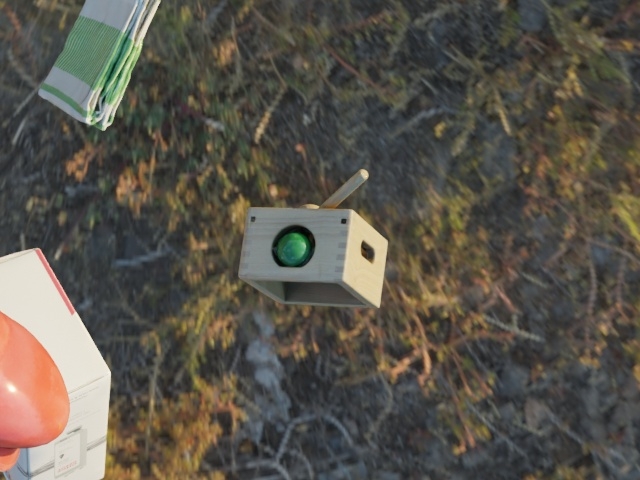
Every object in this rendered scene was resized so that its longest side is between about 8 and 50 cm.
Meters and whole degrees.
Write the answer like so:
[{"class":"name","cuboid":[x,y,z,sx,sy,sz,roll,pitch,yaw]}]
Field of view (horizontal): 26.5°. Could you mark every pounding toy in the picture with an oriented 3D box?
[{"class":"pounding toy","cuboid":[0.000,0.000,1.317,0.130,0.141,0.100,1,74,22]}]

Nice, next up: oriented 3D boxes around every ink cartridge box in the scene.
[{"class":"ink cartridge box","cuboid":[-0.360,0.179,1.695,0.117,0.207,0.283,-23,152,-25]}]

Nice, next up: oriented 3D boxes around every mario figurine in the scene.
[{"class":"mario figurine","cuboid":[-0.367,0.142,1.114,0.320,0.170,0.198,3,84,-5]}]

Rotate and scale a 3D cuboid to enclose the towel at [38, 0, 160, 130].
[{"class":"towel","cuboid":[-0.257,-0.309,1.717,0.038,0.248,0.325,21,94,-29]}]
